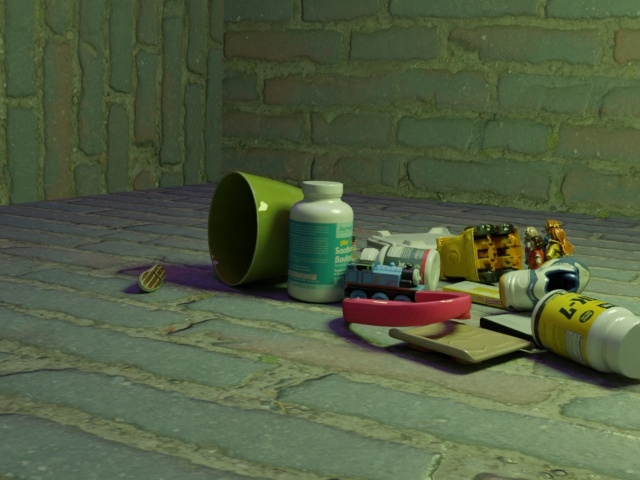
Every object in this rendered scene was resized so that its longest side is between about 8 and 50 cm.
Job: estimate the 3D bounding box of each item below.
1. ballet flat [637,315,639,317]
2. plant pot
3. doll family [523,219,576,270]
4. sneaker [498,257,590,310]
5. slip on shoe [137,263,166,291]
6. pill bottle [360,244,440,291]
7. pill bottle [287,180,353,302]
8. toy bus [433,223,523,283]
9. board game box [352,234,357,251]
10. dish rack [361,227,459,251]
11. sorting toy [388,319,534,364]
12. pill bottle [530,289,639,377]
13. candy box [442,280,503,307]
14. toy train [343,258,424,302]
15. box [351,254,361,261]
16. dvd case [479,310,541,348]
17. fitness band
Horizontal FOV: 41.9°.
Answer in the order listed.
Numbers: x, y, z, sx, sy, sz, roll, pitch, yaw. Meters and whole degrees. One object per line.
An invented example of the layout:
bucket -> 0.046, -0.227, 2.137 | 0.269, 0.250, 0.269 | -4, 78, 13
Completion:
ballet flat -> 0.729, 0.169, 1.703 | 0.173, 0.049, 0.057 | 5, 9, 19
plant pot -> -0.090, -0.027, 2.070 | 0.293, 0.275, 0.274 | 1, 9, -32
doll family -> 0.590, 0.031, 2.161 | 0.118, 0.163, 0.263 | 3, 9, 8
sneaker -> 0.523, 0.102, 1.823 | 0.296, 0.112, 0.131 | -12, 3, -41
slip on shoe -> -0.399, 0.093, 1.942 | 0.041, 0.051, 0.135 | -36, 11, 14
pill bottle -> 0.190, 0.067, 2.021 | 0.180, 0.108, 0.108 | 5, 10, 21
pill bottle -> 0.000, 0.000, 1.900 | 0.146, 0.264, 0.146 | 2, 10, 0
toy bus -> 0.397, 0.042, 2.199 | 0.220, 0.150, 0.211 | -4, -5, -44
board game box -> -0.009, 0.024, 2.298 | 0.170, 0.048, 0.141 | -10, -1, 36
dish rack -> 0.319, 0.015, 2.503 | 0.332, 0.072, 0.285 | -4, 12, -26
sorting toy -> 0.258, 0.189, 1.534 | 0.208, 0.038, 0.193 | 0, 9, -43
pill bottle -> 0.480, 0.163, 1.467 | 0.119, 0.119, 0.208 | -3, 10, -27
candy box -> 0.397, 0.128, 1.945 | 0.205, 0.027, 0.105 | 10, 10, 40
toy train -> 0.139, 0.098, 1.826 | 0.184, 0.105, 0.080 | 5, 10, 19
box -> 0.066, 0.067, 2.197 | 0.105, 0.043, 0.179 | 9, 10, 38
dvd case -> 0.478, 0.174, 1.698 | 0.253, 0.022, 0.180 | -3, 10, -30
fitness band -> 0.168, 0.132, 1.641 | 0.209, 0.054, 0.291 | -2, -1, -29
